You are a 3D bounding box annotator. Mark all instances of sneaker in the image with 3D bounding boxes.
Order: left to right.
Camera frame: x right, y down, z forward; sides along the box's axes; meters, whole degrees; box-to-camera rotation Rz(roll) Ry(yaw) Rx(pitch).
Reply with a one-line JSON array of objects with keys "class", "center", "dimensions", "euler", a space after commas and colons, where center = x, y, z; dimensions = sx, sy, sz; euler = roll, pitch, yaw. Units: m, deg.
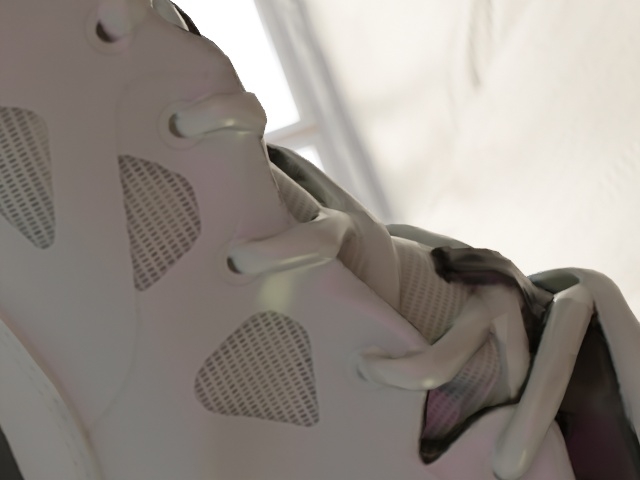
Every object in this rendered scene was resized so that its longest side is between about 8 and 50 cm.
[{"class": "sneaker", "center": [0.000, 0.000, 0.429], "dimensions": [0.169, 0.257, 0.447], "euler": [-88, 167, -66]}]
